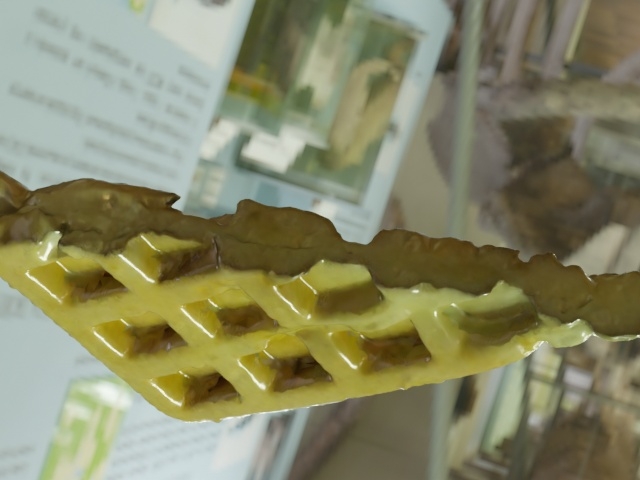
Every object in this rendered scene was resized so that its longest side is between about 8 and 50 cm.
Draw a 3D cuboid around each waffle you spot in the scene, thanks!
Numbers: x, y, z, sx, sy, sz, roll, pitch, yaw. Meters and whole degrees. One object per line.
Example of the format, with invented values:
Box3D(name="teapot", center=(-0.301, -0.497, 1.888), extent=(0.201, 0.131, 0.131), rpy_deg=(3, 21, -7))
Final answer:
Box3D(name="waffle", center=(0.000, 0.000, 0.454), extent=(0.191, 0.032, 0.125), rpy_deg=(-16, 132, 36))
